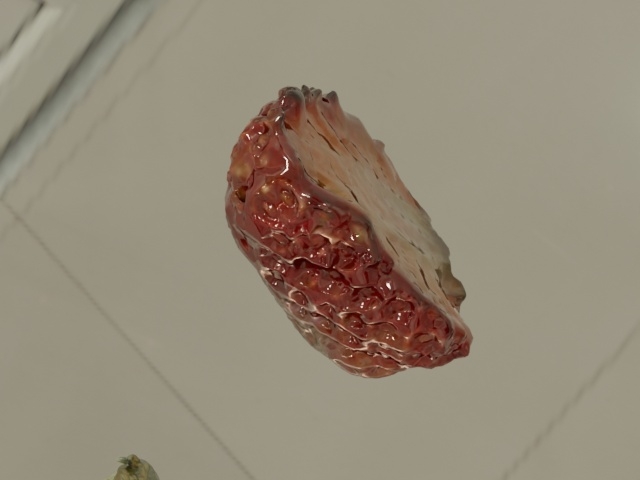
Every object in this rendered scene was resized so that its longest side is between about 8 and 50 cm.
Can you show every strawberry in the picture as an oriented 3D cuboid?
[{"bbox_3d":[0.000,0.000,1.541,0.149,0.336,0.265,-30,61,13],"label":"strawberry"}]

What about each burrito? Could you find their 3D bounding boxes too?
[{"bbox_3d":[-0.132,0.170,1.086,0.041,0.185,0.045,35,66,-6],"label":"burrito"}]
